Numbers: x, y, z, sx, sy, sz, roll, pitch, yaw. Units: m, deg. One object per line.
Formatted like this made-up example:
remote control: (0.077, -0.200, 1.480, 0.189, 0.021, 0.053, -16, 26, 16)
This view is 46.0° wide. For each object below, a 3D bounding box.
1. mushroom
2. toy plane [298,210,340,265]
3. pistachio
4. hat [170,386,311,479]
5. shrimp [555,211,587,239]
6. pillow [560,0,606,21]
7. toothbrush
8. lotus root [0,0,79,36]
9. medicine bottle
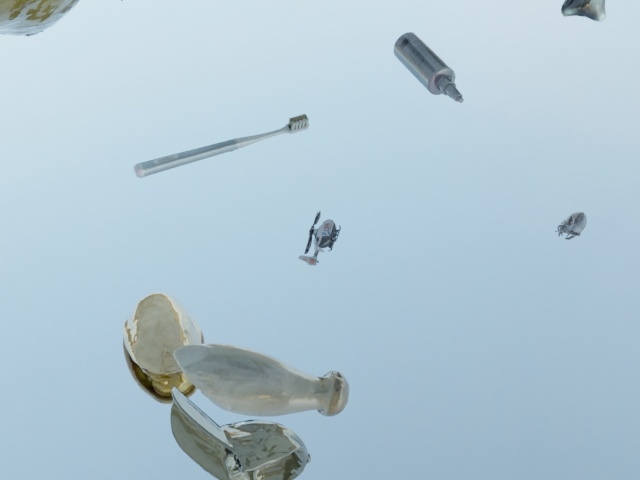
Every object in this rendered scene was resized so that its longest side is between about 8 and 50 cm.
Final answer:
mushroom: (-0.114, 0.272, 1.450, 0.350, 0.128, 0.128, 13, -139, -13)
toy plane: (0.001, 0.001, 2.008, 0.078, 0.053, 0.197, 24, -134, -2)
pistachio: (-0.351, 0.238, 1.708, 0.187, 0.188, 0.299, -22, -143, -7)
hat: (-0.112, 0.254, 1.013, 0.144, 0.166, 0.173, -19, -117, -23)
shrimp: (0.641, -0.033, 1.927, 0.056, 0.165, 0.065, 23, -109, 6)
pillow: (0.551, -0.520, 1.536, 0.091, 0.136, 0.055, 0, -159, -24)
toothbrush: (-0.171, -0.171, 1.360, 0.342, 0.030, 0.025, -20, -118, -21)
lotus root: (-0.208, -0.194, 0.443, 0.160, 0.146, 0.284, -14, -164, -20)
medicine bottle: (0.199, -0.300, 1.339, 0.057, 0.058, 0.199, -24, -131, -10)
